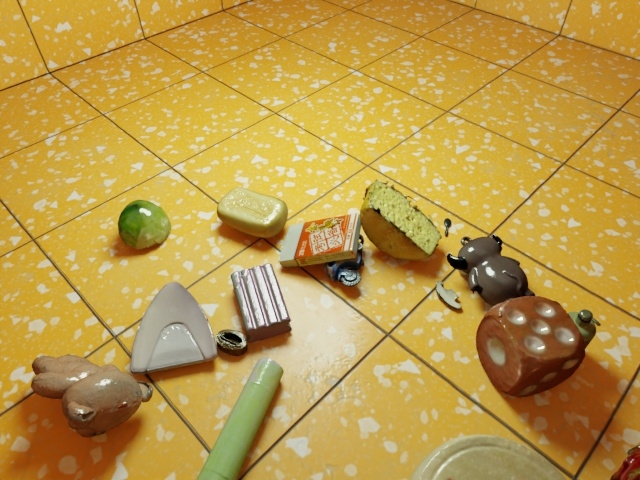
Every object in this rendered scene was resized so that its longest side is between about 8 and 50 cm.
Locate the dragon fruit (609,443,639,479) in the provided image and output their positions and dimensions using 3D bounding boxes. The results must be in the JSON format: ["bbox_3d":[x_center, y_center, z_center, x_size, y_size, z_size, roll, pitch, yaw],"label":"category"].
[{"bbox_3d":[0.661,0.490,0.824,0.277,0.278,0.343,2,29,2],"label":"dragon fruit"}]

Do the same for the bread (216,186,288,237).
[{"bbox_3d":[-0.208,-0.079,1.489,0.217,0.098,0.147,21,51,22],"label":"bread"}]

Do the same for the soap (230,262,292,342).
[{"bbox_3d":[-0.160,0.161,1.282,0.122,0.066,0.203,-13,48,-12],"label":"soap"}]

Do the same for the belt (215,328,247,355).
[{"bbox_3d":[-0.223,0.254,1.216,0.083,0.036,0.059,18,48,14],"label":"belt"}]

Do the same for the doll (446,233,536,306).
[{"bbox_3d":[0.469,0.086,1.314,0.181,0.117,0.257,-21,50,-21],"label":"doll"}]

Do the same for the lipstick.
[{"bbox_3d":[-0.169,0.402,1.051,0.076,0.076,0.304,15,47,14],"label":"lipstick"}]

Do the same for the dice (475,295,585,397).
[{"bbox_3d":[0.484,0.246,1.129,0.179,0.174,0.175,-10,46,-15],"label":"dice"}]

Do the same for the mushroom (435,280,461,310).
[{"bbox_3d":[0.348,0.153,1.320,0.049,0.019,0.101,-20,52,-17],"label":"mushroom"}]

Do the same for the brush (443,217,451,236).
[{"bbox_3d":[0.396,-0.043,1.511,0.024,0.008,0.083,14,48,9],"label":"brush"}]

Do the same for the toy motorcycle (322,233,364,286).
[{"bbox_3d":[0.067,0.052,1.386,0.114,0.076,0.205,0,45,10],"label":"toy motorcycle"}]

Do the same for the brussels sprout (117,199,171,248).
[{"bbox_3d":[-0.536,-0.058,1.455,0.149,0.122,0.152,-21,49,-15],"label":"brussels sprout"}]

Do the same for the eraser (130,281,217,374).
[{"bbox_3d":[-0.373,0.216,1.237,0.204,0.059,0.243,-9,50,-7],"label":"eraser"}]

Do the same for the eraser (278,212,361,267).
[{"bbox_3d":[0.000,0.000,1.398,0.230,0.038,0.157,-10,41,22],"label":"eraser"}]

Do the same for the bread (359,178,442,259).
[{"bbox_3d":[0.212,-0.043,1.410,0.260,0.147,0.160,37,46,-12],"label":"bread"}]

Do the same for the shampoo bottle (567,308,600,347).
[{"bbox_3d":[0.606,0.221,1.154,0.079,0.162,0.079,0,46,0],"label":"shampoo bottle"}]

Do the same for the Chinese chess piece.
[{"bbox_3d":[0.314,0.532,0.876,0.337,0.141,0.338,0,46,0],"label":"Chinese chess piece"}]

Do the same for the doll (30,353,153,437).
[{"bbox_3d":[-0.534,0.346,1.080,0.303,0.156,0.201,8,3,35],"label":"doll"}]
